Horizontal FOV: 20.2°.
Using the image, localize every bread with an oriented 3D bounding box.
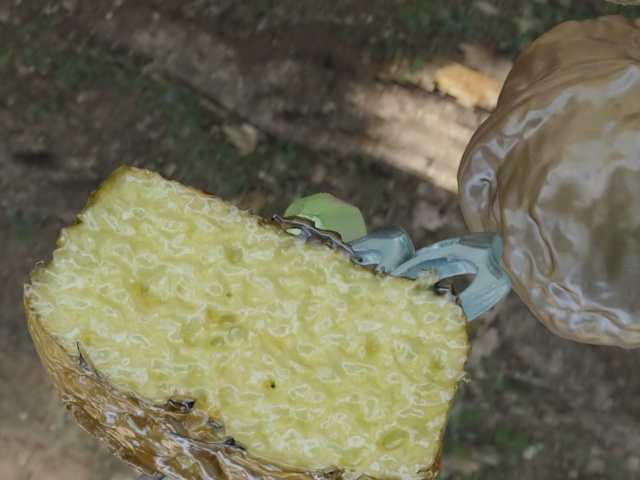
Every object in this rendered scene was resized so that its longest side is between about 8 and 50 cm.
[{"bbox_3d":[-0.046,0.080,1.083,0.260,0.160,0.147,19,150,6],"label":"bread"}]

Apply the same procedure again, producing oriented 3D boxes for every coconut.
[{"bbox_3d":[0.000,0.000,1.491,0.082,0.081,0.083,36,127,29],"label":"coconut"}]

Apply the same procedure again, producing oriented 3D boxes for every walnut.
[{"bbox_3d":[0.235,-0.049,1.464,0.227,0.273,0.273,22,133,23],"label":"walnut"}]

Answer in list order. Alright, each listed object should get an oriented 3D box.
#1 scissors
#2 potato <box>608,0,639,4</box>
[{"bbox_3d":[-0.026,0.086,1.201,0.191,0.360,0.029,8,125,46],"label":"scissors"},{"bbox_3d":[0.344,-0.299,1.673,0.262,0.165,0.165,-8,126,2],"label":"potato"}]
